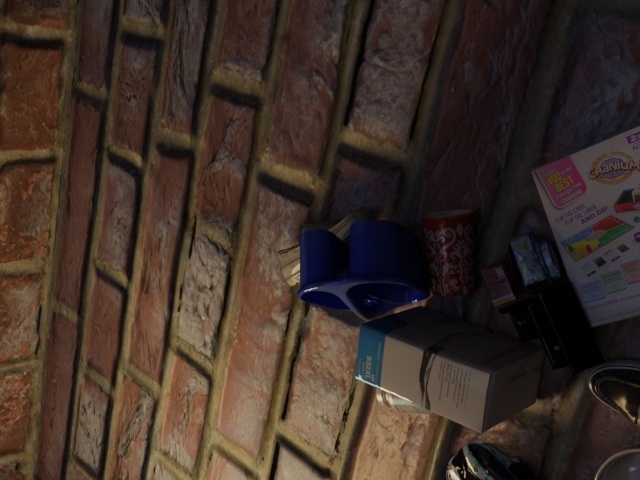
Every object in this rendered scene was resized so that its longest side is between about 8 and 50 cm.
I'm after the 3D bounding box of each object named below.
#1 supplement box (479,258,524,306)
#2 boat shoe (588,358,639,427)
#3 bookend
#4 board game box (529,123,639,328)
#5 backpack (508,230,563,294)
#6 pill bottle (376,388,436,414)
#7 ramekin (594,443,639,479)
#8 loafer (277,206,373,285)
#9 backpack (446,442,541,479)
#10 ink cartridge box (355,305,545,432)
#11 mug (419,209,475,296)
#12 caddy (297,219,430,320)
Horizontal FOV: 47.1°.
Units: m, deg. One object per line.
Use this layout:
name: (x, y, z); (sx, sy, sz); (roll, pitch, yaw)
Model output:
supplement box: (0.369, 0.087, 1.490); (0.055, 0.043, 0.083); (-28, 77, 41)
boat shoe: (0.594, 0.298, 1.263); (0.301, 0.102, 0.108); (24, 118, 41)
bookend: (0.430, 0.175, 1.382); (0.157, 0.072, 0.156); (133, 118, -68)
board game box: (0.541, -0.024, 1.306); (0.242, 0.064, 0.316); (-23, 79, 41)
backpack: (0.414, 0.039, 1.407); (0.084, 0.105, 0.114); (-24, 77, 18)
pill bottle: (0.207, 0.341, 1.636); (0.160, 0.087, 0.087); (-8, 90, 42)
ramekin: (0.598, 0.452, 1.282); (0.207, 0.109, 0.207); (6, 98, 42)
loafer: (0.000, 0.000, 1.768); (0.319, 0.112, 0.111); (-37, 79, 39)
backpack: (0.354, 0.494, 1.501); (0.173, 0.117, 0.158); (46, 123, 28)
ink cartridge box: (0.260, 0.249, 1.486); (0.307, 0.223, 0.129); (16, 106, 40)
mug: (0.274, 0.024, 1.548); (0.113, 0.150, 0.169); (-6, 96, 6)
caddy: (0.093, 0.080, 1.548); (0.241, 0.341, 0.179); (-10, 75, 24)
